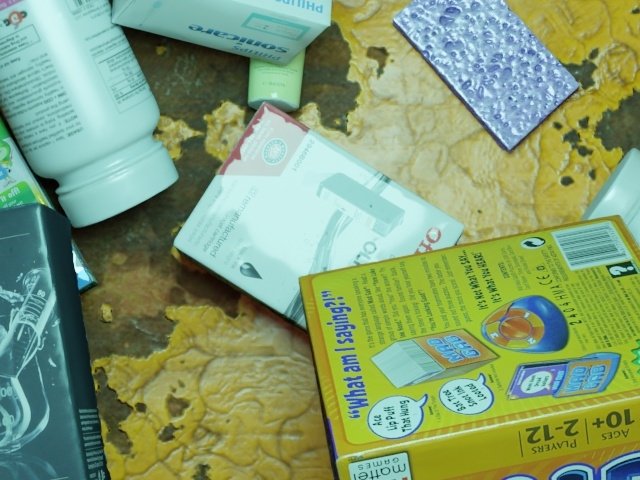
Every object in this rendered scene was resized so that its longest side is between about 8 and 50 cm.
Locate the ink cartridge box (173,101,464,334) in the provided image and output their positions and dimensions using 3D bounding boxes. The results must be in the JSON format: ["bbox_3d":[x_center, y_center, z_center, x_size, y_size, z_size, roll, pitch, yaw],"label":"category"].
[{"bbox_3d":[0.000,0.000,1.886,0.273,0.114,0.197,32,85,1],"label":"ink cartridge box"}]

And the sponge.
[{"bbox_3d":[0.195,-0.219,1.950,0.117,0.031,0.210,-41,86,-4],"label":"sponge"}]

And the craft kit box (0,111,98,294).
[{"bbox_3d":[-0.420,0.006,1.876,0.250,0.061,0.247,-30,87,-1],"label":"craft kit box"}]

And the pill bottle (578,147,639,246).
[{"bbox_3d":[0.431,0.026,1.864,0.278,0.162,0.162,34,85,4],"label":"pill bottle"}]

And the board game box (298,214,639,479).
[{"bbox_3d":[0.193,0.234,1.680,0.356,0.356,0.356,-11,117,-1],"label":"board game box"}]

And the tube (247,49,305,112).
[{"bbox_3d":[-0.048,-0.272,1.942,0.070,0.062,0.240,16,74,-43],"label":"tube"}]

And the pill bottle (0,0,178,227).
[{"bbox_3d":[-0.279,-0.168,1.856,0.160,0.160,0.283,-25,100,-3],"label":"pill bottle"}]

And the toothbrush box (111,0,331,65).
[{"bbox_3d":[-0.102,-0.369,1.848,0.216,0.126,0.295,13,69,-22],"label":"toothbrush box"}]

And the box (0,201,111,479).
[{"bbox_3d":[-0.420,0.147,1.748,0.343,0.179,0.312,-11,84,0],"label":"box"}]
